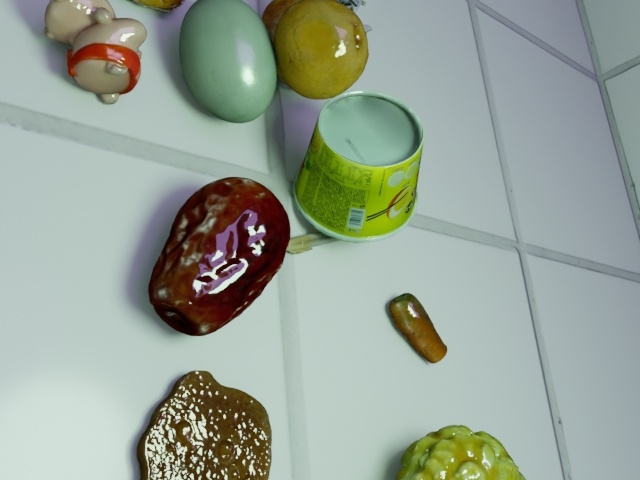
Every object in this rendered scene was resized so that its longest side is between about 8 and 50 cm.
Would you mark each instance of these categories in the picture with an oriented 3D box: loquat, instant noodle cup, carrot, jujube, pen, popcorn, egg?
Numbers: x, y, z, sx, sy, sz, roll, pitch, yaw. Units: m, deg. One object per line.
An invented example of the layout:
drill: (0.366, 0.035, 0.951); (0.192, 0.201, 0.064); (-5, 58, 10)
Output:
loquat: (0.000, -0.407, 1.394); (0.208, 0.208, 0.208); (19, 60, -36)
instant noodle cup: (0.098, -0.180, 1.479); (0.311, 0.221, 0.311); (4, 55, -6)
carrot: (0.243, 0.219, 1.630); (0.193, 0.087, 0.087); (56, 45, -12)
jujube: (-0.188, 0.025, 1.242); (0.223, 0.223, 0.318); (44, 55, -19)
pen: (0.000, 0.000, 1.539); (0.233, 0.032, 0.040); (-11, 103, -45)
popcorn: (0.282, 0.528, 1.387); (0.279, 0.274, 0.335); (71, 33, -41)
egg: (-0.197, -0.388, 1.405); (0.203, 0.203, 0.283); (-16, 86, -45)

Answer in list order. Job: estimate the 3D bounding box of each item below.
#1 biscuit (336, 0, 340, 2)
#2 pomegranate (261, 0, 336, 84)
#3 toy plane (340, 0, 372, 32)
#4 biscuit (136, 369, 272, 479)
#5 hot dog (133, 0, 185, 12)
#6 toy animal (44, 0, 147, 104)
biscuit: (0.008, -0.766, 1.877); (0.181, 0.049, 0.208); (-20, 85, -44)
pomegranate: (-0.030, -0.488, 1.587); (0.248, 0.248, 0.248); (19, 60, -36)
toy plane: (0.018, -0.635, 1.802); (0.262, 0.088, 0.192); (41, 76, -17)
biscuit: (-0.200, 0.385, 1.167); (0.257, 0.049, 0.273); (36, 49, -22)
hot dog: (-0.395, -0.566, 1.396); (0.252, 0.069, 0.131); (8, 67, -39)
toy animal: (-0.414, -0.367, 1.231); (0.198, 0.171, 0.171); (56, 45, -5)
